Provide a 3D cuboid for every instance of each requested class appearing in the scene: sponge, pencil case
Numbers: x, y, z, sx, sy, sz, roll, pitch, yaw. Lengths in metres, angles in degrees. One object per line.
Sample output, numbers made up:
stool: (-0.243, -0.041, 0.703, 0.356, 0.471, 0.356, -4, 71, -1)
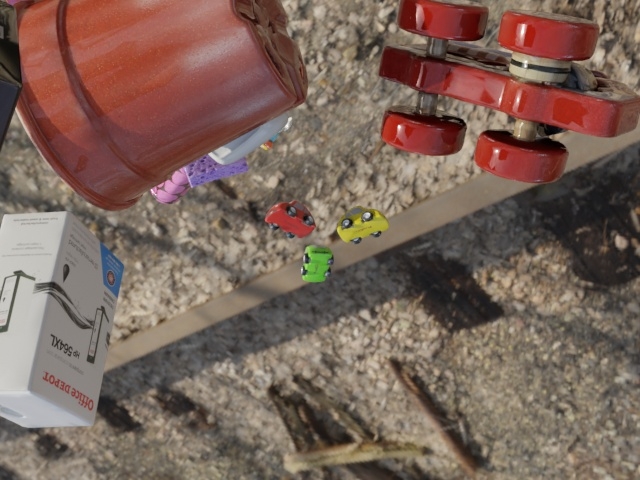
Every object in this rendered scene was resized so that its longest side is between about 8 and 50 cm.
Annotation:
sponge: (-0.230, -0.189, 1.551, 0.117, 0.210, 0.031, -19, 134, -11)
pencil case: (-0.318, -0.162, 1.731, 0.098, 0.095, 0.209, 58, 142, 4)

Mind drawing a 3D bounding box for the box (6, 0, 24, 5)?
box: (-0.528, -0.512, 1.339, 0.128, 0.122, 0.257, 59, 173, 36)

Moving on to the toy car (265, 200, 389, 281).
toy car: (0.000, 0.000, 1.541, 0.239, 0.053, 0.225, 4, 141, -10)

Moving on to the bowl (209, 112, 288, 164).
bowl: (-0.134, -0.179, 1.083, 0.142, 0.053, 0.142, -31, 109, 28)

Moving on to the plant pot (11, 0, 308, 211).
plant pot: (-0.173, -0.206, 0.908, 0.265, 0.272, 0.272, -20, 115, 15)

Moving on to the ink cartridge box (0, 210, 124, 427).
ink cartridge box: (-0.299, 0.091, 0.855, 0.086, 0.203, 0.148, -3, 154, 11)

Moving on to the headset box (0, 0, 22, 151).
headset box: (-0.296, -0.017, 0.511, 0.110, 0.218, 0.293, 16, 110, -29)

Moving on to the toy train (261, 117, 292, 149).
toy train: (-0.097, -0.266, 1.657, 0.046, 0.166, 0.125, 35, 118, -18)

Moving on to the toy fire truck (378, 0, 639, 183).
toy fire truck: (0.227, -0.188, 0.908, 0.302, 0.254, 0.169, 22, 117, 32)
